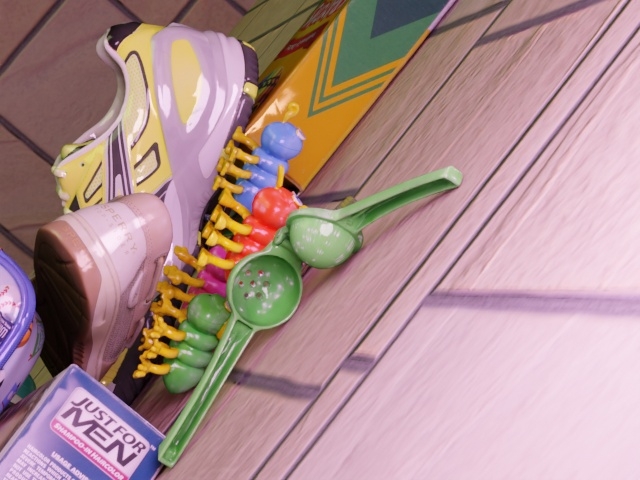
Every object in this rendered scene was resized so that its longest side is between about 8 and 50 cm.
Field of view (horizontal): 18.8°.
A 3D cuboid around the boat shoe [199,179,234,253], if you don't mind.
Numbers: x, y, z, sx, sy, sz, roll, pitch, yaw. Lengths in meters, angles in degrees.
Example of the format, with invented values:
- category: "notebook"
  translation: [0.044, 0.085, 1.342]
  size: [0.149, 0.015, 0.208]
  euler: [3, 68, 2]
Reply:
- category: "boat shoe"
  translation: [-0.131, -0.009, 1.959]
  size: [0.183, 0.066, 0.066]
  euler: [-61, 17, -8]

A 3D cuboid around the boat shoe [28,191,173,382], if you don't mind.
- category: "boat shoe"
  translation: [-0.178, 0.044, 1.554]
  size: [0.098, 0.109, 0.302]
  euler: [-30, -12, -22]

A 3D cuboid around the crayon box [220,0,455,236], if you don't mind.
- category: "crayon box"
  translation: [-0.003, -0.147, 1.842]
  size: [0.318, 0.081, 0.202]
  euler: [-52, 11, -11]

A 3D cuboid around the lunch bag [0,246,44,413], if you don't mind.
- category: "lunch bag"
  translation: [-0.374, 0.068, 1.477]
  size: [0.243, 0.303, 0.115]
  euler: [-53, -10, -18]

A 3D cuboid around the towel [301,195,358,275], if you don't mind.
- category: "towel"
  translation: [0.000, 0.000, 1.495]
  size: [0.083, 0.009, 0.060]
  euler: [-49, 9, 2]

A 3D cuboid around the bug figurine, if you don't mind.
- category: "bug figurine"
  translation: [-0.070, 0.008, 1.554]
  size: [0.216, 0.072, 0.279]
  euler: [-60, 9, 17]

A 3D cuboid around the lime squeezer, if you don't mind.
- category: "lime squeezer"
  translation: [-0.019, 0.024, 1.360]
  size: [0.310, 0.059, 0.110]
  euler: [-44, 11, 23]

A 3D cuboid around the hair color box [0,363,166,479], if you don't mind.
- category: "hair color box"
  translation: [-0.263, 0.264, 1.387]
  size: [0.347, 0.105, 0.174]
  euler: [-55, 12, -31]

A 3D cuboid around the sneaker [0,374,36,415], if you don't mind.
- category: "sneaker"
  translation: [-0.413, 0.224, 2.106]
  size: [0.295, 0.124, 0.178]
  euler: [-38, 18, 18]

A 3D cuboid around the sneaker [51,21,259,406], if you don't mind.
- category: "sneaker"
  translation: [-0.182, -0.014, 1.739]
  size: [0.145, 0.147, 0.384]
  euler: [-166, 95, -77]
